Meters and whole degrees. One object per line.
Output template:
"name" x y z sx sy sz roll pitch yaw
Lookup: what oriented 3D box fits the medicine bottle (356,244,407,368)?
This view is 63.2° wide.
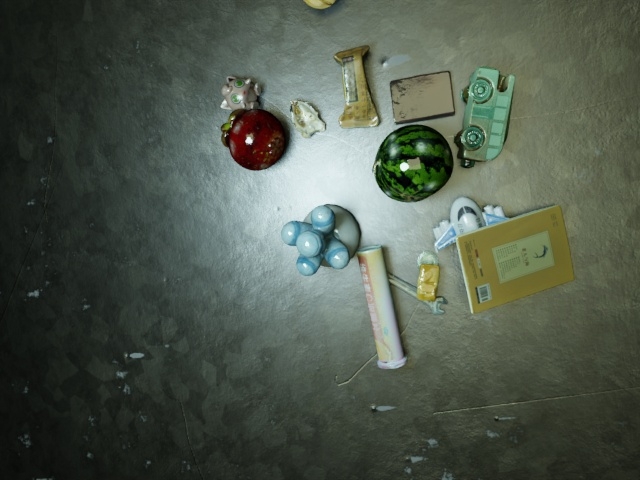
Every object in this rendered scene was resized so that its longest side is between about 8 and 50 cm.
"medicine bottle" 0.212 0.232 1.837 0.108 0.108 0.426 -11 96 13

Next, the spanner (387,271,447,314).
"spanner" 0.315 0.175 1.863 0.301 0.017 0.071 28 101 6

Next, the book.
"book" 0.637 0.059 1.691 0.388 0.032 0.269 -15 98 -11

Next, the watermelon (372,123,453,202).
"watermelon" 0.301 -0.250 1.689 0.268 0.269 0.269 1 97 11

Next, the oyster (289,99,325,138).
"oyster" -0.055 -0.439 1.848 0.103 0.051 0.148 -27 106 10

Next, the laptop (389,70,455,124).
"laptop" 0.347 -0.486 1.776 0.207 0.026 0.154 -7 93 11

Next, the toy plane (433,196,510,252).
"toy plane" 0.512 -0.019 1.748 0.266 0.122 0.267 1 94 12

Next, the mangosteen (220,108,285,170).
"mangosteen" -0.247 -0.363 1.827 0.257 0.215 0.215 29 102 30

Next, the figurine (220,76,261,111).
"figurine" -0.284 -0.518 1.849 0.138 0.125 0.125 14 99 11

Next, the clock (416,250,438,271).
"clock" 0.379 0.077 1.841 0.074 0.010 0.083 6 97 12

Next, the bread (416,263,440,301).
"bread" 0.375 0.145 1.814 0.074 0.053 0.132 9 93 8

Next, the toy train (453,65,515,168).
"toy train" 0.532 -0.395 1.697 0.159 0.129 0.327 8 98 5

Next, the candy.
"candy" 0.117 -0.517 1.784 0.143 0.101 0.272 -8 101 7

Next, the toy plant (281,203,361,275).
"toy plant" 0.000 0.000 1.748 0.247 0.332 0.247 2 98 13

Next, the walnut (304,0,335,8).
"walnut" -0.011 -0.882 1.737 0.159 0.159 0.207 -27 92 13
